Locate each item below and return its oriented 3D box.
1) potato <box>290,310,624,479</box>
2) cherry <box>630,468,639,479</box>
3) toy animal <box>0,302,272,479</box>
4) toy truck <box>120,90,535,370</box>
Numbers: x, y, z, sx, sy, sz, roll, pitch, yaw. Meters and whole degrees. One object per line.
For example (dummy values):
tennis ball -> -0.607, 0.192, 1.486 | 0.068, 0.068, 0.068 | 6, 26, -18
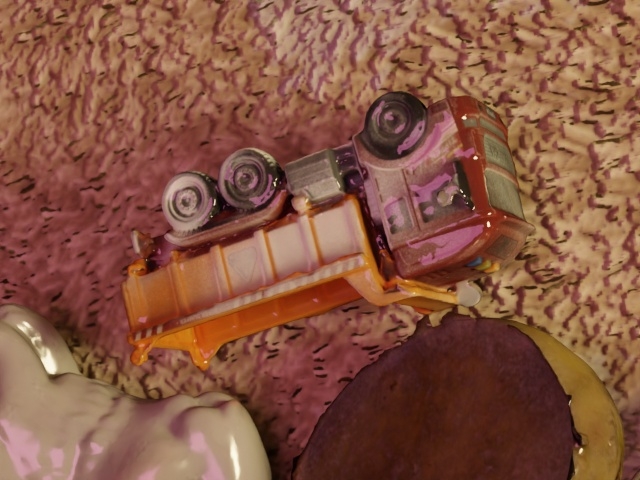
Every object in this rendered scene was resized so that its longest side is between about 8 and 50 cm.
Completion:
potato -> 0.099, 0.123, 0.952 | 0.243, 0.098, 0.138 | -3, 71, 46
cherry -> 0.291, 0.163, 0.860 | 0.188, 0.148, 0.115 | -41, 40, -1
toy animal -> -0.215, 0.179, 1.043 | 0.357, 0.194, 0.257 | 14, 87, 13
toy truck -> 0.000, 0.000, 0.973 | 0.270, 0.114, 0.135 | -20, 77, 21
